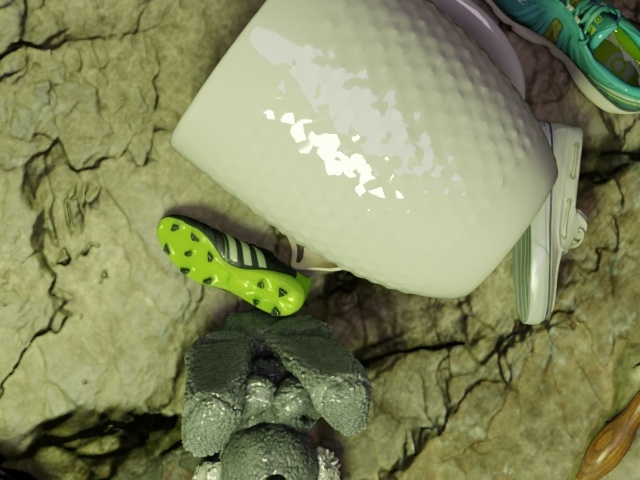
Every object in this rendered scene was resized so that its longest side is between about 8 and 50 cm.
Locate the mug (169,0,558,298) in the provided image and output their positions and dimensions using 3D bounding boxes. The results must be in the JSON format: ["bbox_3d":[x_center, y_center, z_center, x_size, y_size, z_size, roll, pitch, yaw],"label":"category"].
[{"bbox_3d":[0.081,-0.134,1.623,0.328,0.276,0.374,38,49,-2],"label":"mug"}]

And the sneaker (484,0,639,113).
[{"bbox_3d":[0.281,-0.246,1.722,0.275,0.110,0.107,40,87,-9],"label":"sneaker"}]

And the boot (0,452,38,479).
[{"bbox_3d":[-0.354,0.347,1.656,0.207,0.094,0.246,-44,93,-1],"label":"boot"}]

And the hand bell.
[{"bbox_3d":[0.366,0.179,1.778,0.126,0.126,0.242,33,100,-10],"label":"hand bell"}]

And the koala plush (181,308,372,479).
[{"bbox_3d":[-0.053,0.205,1.678,0.196,0.203,0.221,-8,115,-9],"label":"koala plush"}]

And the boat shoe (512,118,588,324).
[{"bbox_3d":[0.258,-0.020,1.743,0.076,0.083,0.226,2,92,-8],"label":"boat shoe"}]

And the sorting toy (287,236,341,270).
[{"bbox_3d":[0.000,0.000,1.725,0.075,0.045,0.083,-11,76,6],"label":"sorting toy"}]

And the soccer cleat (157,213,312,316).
[{"bbox_3d":[-0.093,0.023,1.704,0.179,0.072,0.060,29,117,9],"label":"soccer cleat"}]
